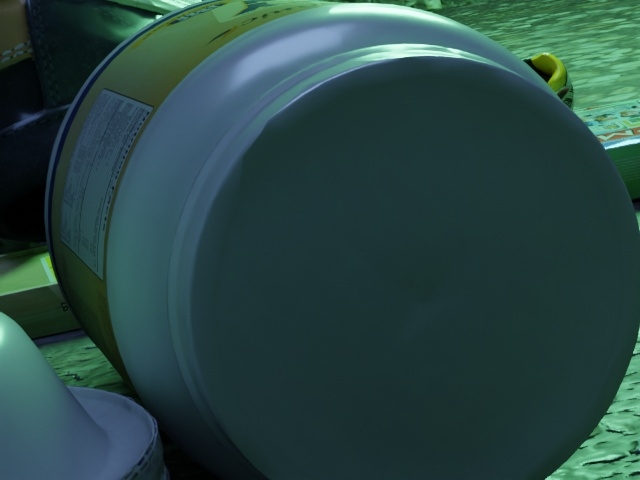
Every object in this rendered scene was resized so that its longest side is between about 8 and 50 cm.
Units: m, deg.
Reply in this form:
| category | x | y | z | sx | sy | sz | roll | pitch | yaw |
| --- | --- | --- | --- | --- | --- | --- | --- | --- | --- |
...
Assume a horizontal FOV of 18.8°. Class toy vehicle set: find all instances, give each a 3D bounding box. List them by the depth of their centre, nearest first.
| category | x | y | z | sx | sy | sz | roll | pitch | yaw |
| --- | --- | --- | --- | --- | --- | --- | --- | --- | --- |
| toy vehicle set | -0.164 | 0.026 | 1.425 | 0.267 | 0.035 | 0.166 | -12 | 11 | -9 |

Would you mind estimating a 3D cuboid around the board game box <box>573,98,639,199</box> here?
| category | x | y | z | sx | sy | sz | roll | pitch | yaw |
| --- | --- | --- | --- | --- | --- | --- | --- | --- | --- |
| board game box | 0.142 | -0.055 | 1.525 | 0.317 | 0.046 | 0.213 | -10 | 10 | 0 |

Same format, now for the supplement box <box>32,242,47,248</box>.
| category | x | y | z | sx | sy | sz | roll | pitch | yaw |
| --- | --- | --- | --- | --- | --- | --- | --- | --- | --- |
| supplement box | -0.160 | -0.036 | 1.640 | 0.130 | 0.073 | 0.239 | 0 | 16 | 42 |

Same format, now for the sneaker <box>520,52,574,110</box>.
| category | x | y | z | sx | sy | sz | roll | pitch | yaw |
| --- | --- | --- | --- | --- | --- | --- | --- | --- | --- |
| sneaker | 0.108 | -0.116 | 1.662 | 0.225 | 0.088 | 0.092 | -14 | -33 | -7 |

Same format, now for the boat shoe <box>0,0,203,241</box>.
| category | x | y | z | sx | sy | sz | roll | pitch | yaw |
| --- | --- | --- | --- | --- | --- | --- | --- | --- | --- |
| boat shoe | -0.034 | -0.054 | 1.223 | 0.500 | 0.156 | 0.187 | 7 | -35 | -44 |

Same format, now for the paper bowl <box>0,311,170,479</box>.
| category | x | y | z | sx | sy | sz | roll | pitch | yaw |
| --- | --- | --- | --- | --- | --- | --- | --- | --- | --- |
| paper bowl | -0.198 | 0.115 | 0.743 | 0.284 | 0.148 | 0.284 | -11 | 12 | 2 |

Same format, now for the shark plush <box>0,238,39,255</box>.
| category | x | y | z | sx | sy | sz | roll | pitch | yaw |
| --- | --- | --- | --- | --- | --- | --- | --- | --- | --- |
| shark plush | -0.253 | -0.010 | 1.510 | 0.161 | 0.073 | 0.067 | -22 | 16 | 45 |

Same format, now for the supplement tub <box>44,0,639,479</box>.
| category | x | y | z | sx | sy | sz | roll | pitch | yaw |
| --- | --- | --- | --- | --- | --- | --- | --- | --- | --- |
| supplement tub | 0.000 | 0.000 | 0.915 | 0.228 | 0.228 | 0.316 | -13 | 12 | -14 |
